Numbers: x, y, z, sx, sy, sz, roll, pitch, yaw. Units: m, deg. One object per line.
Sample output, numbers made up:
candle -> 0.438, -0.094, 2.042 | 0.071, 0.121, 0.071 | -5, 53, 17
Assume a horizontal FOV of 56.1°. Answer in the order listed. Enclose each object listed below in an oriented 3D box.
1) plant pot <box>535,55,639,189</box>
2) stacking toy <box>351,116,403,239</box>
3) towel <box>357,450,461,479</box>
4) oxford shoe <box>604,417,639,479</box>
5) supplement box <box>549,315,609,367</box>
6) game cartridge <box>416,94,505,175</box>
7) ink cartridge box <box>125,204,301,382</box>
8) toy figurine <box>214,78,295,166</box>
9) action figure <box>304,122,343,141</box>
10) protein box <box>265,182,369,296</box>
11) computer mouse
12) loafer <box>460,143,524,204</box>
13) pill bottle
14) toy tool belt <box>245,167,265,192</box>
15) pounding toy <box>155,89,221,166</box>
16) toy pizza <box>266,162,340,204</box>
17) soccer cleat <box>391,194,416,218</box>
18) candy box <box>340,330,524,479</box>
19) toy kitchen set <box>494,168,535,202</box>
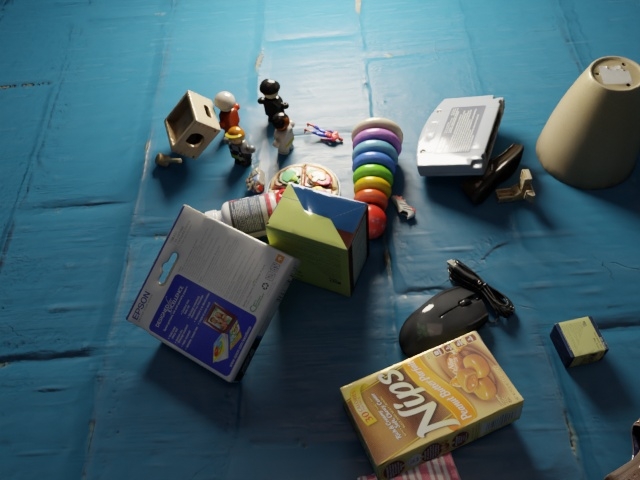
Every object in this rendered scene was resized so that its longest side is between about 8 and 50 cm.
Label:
plant pot -> 0.705, -0.312, 1.513 | 0.256, 0.274, 0.256 | -3, 55, 4
stacking toy -> 0.136, -0.154, 1.547 | 0.141, 0.141, 0.330 | 3, 59, 8
towel -> 0.180, 0.494, 1.143 | 0.197, 0.029, 0.144 | -15, 54, -5
oxford shoe -> 0.679, 0.357, 1.137 | 0.133, 0.130, 0.364 | 34, 64, 32
supplement box -> 0.552, 0.217, 1.286 | 0.083, 0.056, 0.083 | -12, 55, -3
game cartridge -> 0.371, -0.282, 1.621 | 0.198, 0.062, 0.297 | 0, 47, 33
ink cartridge box -> -0.245, 0.114, 1.362 | 0.307, 0.072, 0.303 | 26, 87, 22
toy figurine -> -0.183, -0.334, 1.688 | 0.213, 0.148, 0.209 | -15, 55, -5
action figure -> 0.012, -0.306, 1.723 | 0.115, 0.030, 0.038 | 20, 64, 12
protein box -> 0.000, 0.000, 1.402 | 0.200, 0.201, 0.136 | 17, 58, 16
computer mouse -> 0.287, 0.160, 1.342 | 0.272, 0.072, 0.188 | -37, 61, -19
loafer -> 0.448, -0.189, 1.567 | 0.220, 0.080, 0.078 | -40, 61, -21
pill bottle -> -0.194, -0.052, 1.514 | 0.180, 0.108, 0.108 | -12, 55, -4
toy tool belt -> -0.179, -0.155, 1.628 | 0.051, 0.052, 0.083 | -25, 46, 27
pounding toy -> -0.372, -0.276, 1.682 | 0.206, 0.094, 0.181 | -42, 52, 29
toy pizza -> -0.047, -0.139, 1.608 | 0.201, 0.032, 0.201 | -3, 55, 4
soccer cleat -> 0.209, -0.086, 1.550 | 0.035, 0.029, 0.083 | -36, 64, -24
candy box -> 0.219, 0.328, 1.209 | 0.316, 0.087, 0.183 | -20, 47, -10
toy kitchen set -> 0.492, -0.124, 1.515 | 0.075, 0.083, 0.068 | -7, 54, 1
